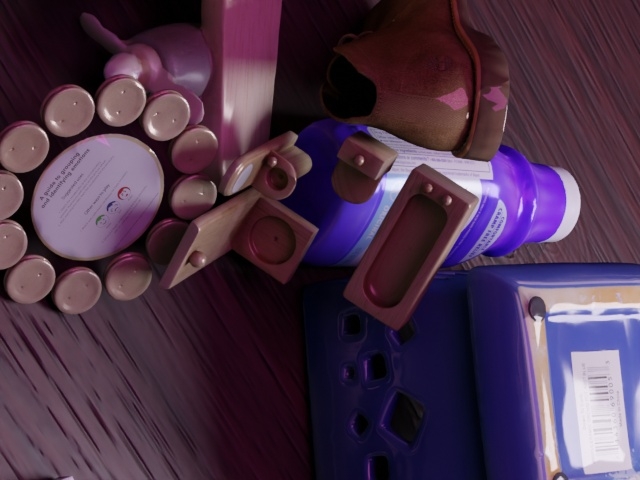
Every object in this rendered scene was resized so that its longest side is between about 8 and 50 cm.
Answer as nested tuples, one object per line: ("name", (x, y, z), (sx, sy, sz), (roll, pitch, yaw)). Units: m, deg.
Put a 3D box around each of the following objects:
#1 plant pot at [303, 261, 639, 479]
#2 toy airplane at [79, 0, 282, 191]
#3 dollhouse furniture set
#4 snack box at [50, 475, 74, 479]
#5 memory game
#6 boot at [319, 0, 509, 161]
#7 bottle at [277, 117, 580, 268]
("plant pot", (0.146, 0.130, 1.465), (0.236, 0.212, 0.236), (1, 80, -42))
("toy airplane", (-0.070, -0.285, 1.361), (0.384, 0.272, 0.386), (76, 22, -58))
("dollhouse furniture set", (0.000, 0.000, 1.337), (0.151, 0.144, 0.123), (34, 23, 11))
("snack box", (-0.231, 0.213, 1.247), (0.178, 0.022, 0.064), (-17, 94, -42))
("memory game", (-0.155, -0.030, 1.300), (0.186, 0.012, 0.186), (-16, 127, -23))
("boot", (0.053, -0.140, 1.431), (0.115, 0.305, 0.112), (5, 106, -10))
("bottle", (0.092, -0.034, 1.515), (0.283, 0.118, 0.092), (3, 41, -41))
